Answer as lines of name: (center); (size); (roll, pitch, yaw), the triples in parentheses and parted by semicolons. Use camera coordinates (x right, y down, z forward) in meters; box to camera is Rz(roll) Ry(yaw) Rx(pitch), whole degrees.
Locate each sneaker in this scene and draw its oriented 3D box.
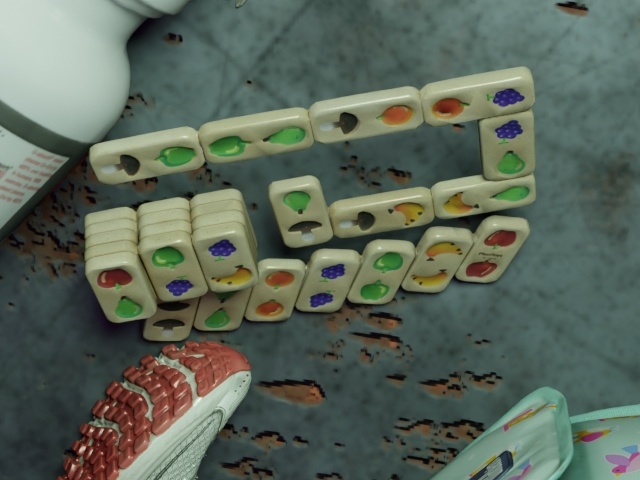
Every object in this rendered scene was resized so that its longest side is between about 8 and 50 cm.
sneaker: (-0.111, 0.156, 1.048); (0.092, 0.088, 0.225); (31, 104, -26)

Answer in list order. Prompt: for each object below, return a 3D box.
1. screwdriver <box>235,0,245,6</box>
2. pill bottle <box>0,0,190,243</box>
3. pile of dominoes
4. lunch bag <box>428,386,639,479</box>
screwdriver: (0.003, -0.200, 0.984); (0.024, 0.025, 0.170); (37, 111, -7)
pill bottle: (-0.234, -0.082, 0.919); (0.363, 0.210, 0.210); (-44, 98, 11)
pile of dominoes: (0.000, 0.000, 0.955); (0.251, 0.040, 0.196); (-10, 146, 4)
lunch bag: (0.160, 0.175, 0.961); (0.262, 0.223, 0.160); (-3, 98, 5)
